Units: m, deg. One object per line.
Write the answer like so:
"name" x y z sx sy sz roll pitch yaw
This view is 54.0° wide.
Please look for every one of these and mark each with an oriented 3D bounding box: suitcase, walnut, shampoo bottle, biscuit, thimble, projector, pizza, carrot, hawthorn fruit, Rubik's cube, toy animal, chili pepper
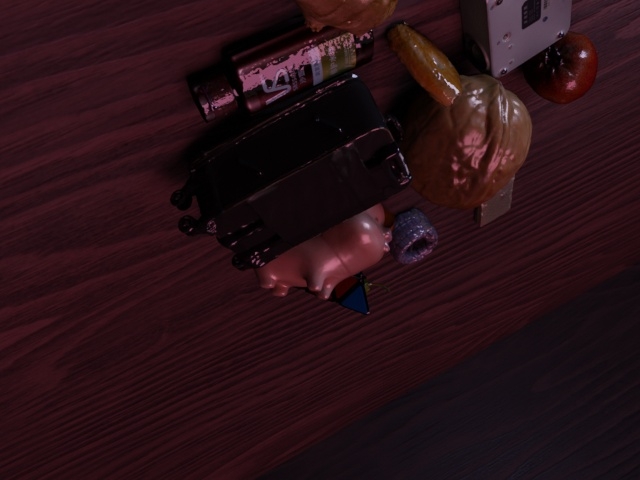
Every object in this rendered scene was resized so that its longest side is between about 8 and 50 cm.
"suitcase" -0.041 -0.121 1.212 0.433 0.194 0.283 -26 153 10
"walnut" 0.310 -0.217 1.371 0.252 0.277 0.313 -59 176 -42
"shampoo bottle" -0.065 -0.301 1.082 0.323 0.084 0.129 -26 146 -11
"biscuit" 0.532 -0.126 1.920 0.121 0.041 0.199 -32 148 -7
"thimble" 0.253 -0.009 1.770 0.150 0.098 0.150 -23 149 -15
"projector" 0.389 -0.465 1.247 0.198 0.108 0.250 -32 150 0
"pizza" 0.204 -0.353 1.232 0.062 0.182 0.161 -42 -169 39
"carrot" 0.154 -0.001 1.719 0.072 0.072 0.205 -22 150 -19
"hawthorn fruit" 0.561 -0.395 1.457 0.169 0.169 0.188 -47 149 22
"Rubik's cube" -0.004 0.104 1.640 0.234 0.250 0.284 -11 152 0
"toy animal" 0.000 0.000 1.432 0.326 0.269 0.237 1 163 15
"chili pepper" 0.093 0.137 1.852 0.203 0.073 0.072 -3 157 -24

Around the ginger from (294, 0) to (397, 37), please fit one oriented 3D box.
"ginger" -0.007 -0.431 0.882 0.236 0.166 0.375 -40 155 29
